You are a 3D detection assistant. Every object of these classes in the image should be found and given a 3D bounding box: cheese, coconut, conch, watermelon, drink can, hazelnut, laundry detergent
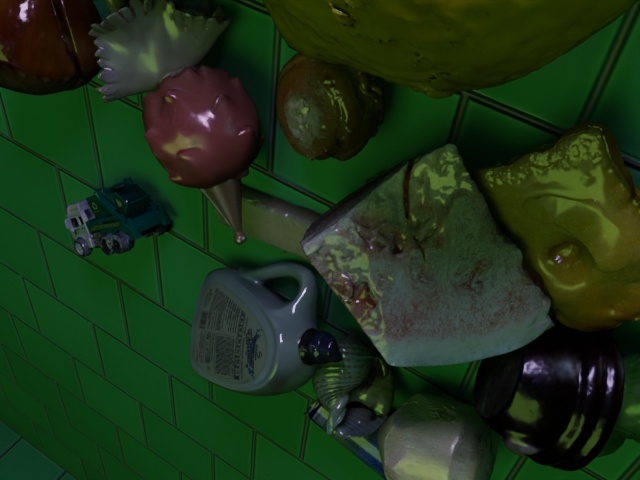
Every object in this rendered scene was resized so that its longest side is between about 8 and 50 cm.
[{"bbox_3d":[-0.001,0.000,1.006,0.400,0.034,0.085,22,137,24],"label":"cheese"},{"bbox_3d":[0.168,0.312,1.044,0.182,0.171,0.171,12,132,30],"label":"coconut"},{"bbox_3d":[0.052,0.230,1.112,0.135,0.102,0.153,6,101,-2],"label":"conch"},{"bbox_3d":[0.107,0.009,0.792,0.310,0.193,0.232,57,-173,31],"label":"watermelon"},{"bbox_3d":[0.091,0.334,1.180,0.235,0.097,0.097,36,141,8],"label":"drink can"},{"bbox_3d":[-0.404,-0.310,0.969,0.208,0.208,0.208,23,137,24],"label":"hazelnut"},{"bbox_3d":[-0.079,0.140,1.092,0.280,0.215,0.105,-3,165,41],"label":"laundry detergent"}]

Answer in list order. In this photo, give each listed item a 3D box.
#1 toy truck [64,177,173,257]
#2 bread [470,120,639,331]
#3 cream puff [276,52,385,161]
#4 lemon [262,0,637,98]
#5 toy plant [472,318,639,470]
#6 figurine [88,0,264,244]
[{"bbox_3d":[-0.370,-0.044,1.233,0.216,0.110,0.116,-5,108,44],"label":"toy truck"},{"bbox_3d":[0.275,-0.011,0.712,0.160,0.088,0.233,-15,111,51],"label":"bread"},{"bbox_3d":[0.015,-0.159,0.793,0.126,0.103,0.144,50,143,13],"label":"cream puff"},{"bbox_3d":[0.093,-0.283,0.436,0.349,0.350,0.387,40,112,5],"label":"lemon"},{"bbox_3d":[0.316,0.183,0.808,0.235,0.176,0.218,16,149,-9],"label":"toy plant"},{"bbox_3d":[-0.167,-0.181,0.898,0.207,0.166,0.387,-28,100,12],"label":"figurine"}]
